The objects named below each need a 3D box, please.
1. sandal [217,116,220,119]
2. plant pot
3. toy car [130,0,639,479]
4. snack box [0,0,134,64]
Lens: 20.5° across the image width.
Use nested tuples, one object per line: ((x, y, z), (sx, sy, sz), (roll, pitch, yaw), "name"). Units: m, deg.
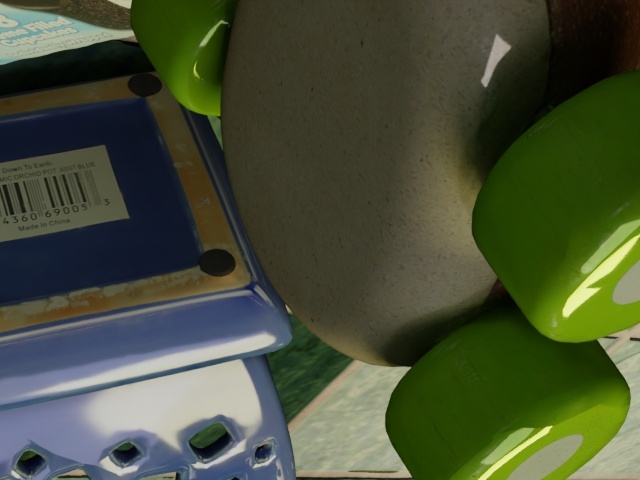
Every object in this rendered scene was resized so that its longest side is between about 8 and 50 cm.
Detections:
((-0.052, -0.130, 0.911), (0.060, 0.090, 0.219), (-55, 136, -19), "sandal")
((-0.147, 0.043, 1.001), (0.236, 0.236, 0.212), (-11, 142, -16), "plant pot")
((0.076, -0.053, 0.414), (0.188, 0.155, 0.149), (-20, 152, -25), "toy car")
((-0.119, -0.146, 0.741), (0.322, 0.060, 0.187), (-7, 160, 36), "snack box")
